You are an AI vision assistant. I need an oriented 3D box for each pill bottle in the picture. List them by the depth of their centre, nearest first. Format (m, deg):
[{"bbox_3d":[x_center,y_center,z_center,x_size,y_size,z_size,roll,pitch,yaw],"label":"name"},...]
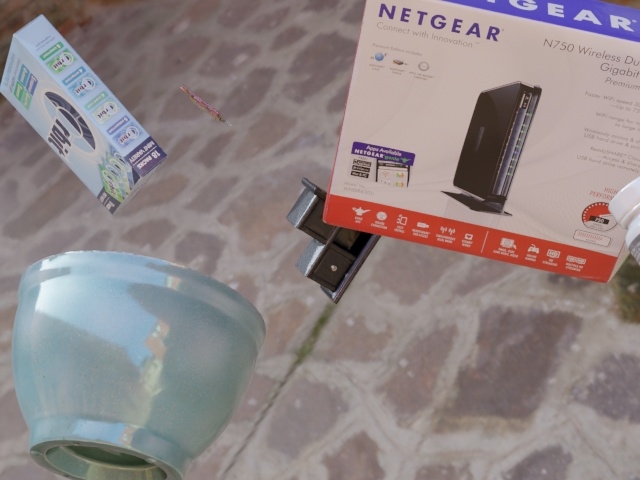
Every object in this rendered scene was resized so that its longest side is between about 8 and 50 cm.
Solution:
[{"bbox_3d":[0.318,0.008,0.924,0.078,0.078,0.137,-33,69,8],"label":"pill bottle"}]

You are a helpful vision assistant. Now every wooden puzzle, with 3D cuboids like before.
[{"bbox_3d":[-0.151,-0.175,1.390,0.006,0.083,0.049,-52,-6,-4],"label":"wooden puzzle"}]

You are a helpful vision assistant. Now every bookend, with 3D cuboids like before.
[{"bbox_3d":[0.000,0.000,1.827,0.156,0.157,0.072,-56,26,4],"label":"bookend"}]

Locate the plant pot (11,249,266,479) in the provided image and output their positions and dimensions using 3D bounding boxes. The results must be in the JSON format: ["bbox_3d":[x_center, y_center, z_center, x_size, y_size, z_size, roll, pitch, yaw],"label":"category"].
[{"bbox_3d":[-0.222,0.169,1.202,0.293,0.293,0.196,-13,55,33],"label":"plant pot"}]

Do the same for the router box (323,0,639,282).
[{"bbox_3d":[0.190,-0.122,1.142,0.335,0.301,0.082,12,39,2],"label":"router box"}]

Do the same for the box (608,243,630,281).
[{"bbox_3d":[0.450,-0.100,1.507,0.126,0.231,0.262,36,78,15],"label":"box"}]

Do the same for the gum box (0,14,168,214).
[{"bbox_3d":[-0.250,-0.123,1.093,0.041,0.184,0.157,-44,6,-24],"label":"gum box"}]
